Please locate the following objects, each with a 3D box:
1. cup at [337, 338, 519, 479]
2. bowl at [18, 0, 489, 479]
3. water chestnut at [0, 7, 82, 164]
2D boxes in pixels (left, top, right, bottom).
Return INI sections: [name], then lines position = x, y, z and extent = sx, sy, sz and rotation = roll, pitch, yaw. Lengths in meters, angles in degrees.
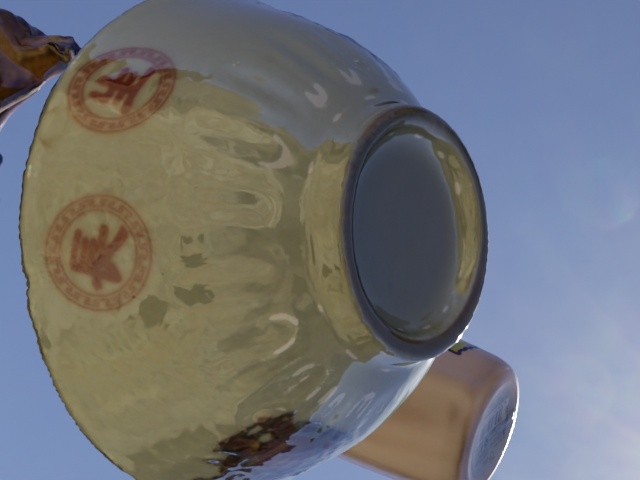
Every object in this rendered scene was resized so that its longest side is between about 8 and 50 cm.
[cup]
position = 0.131, 0.201, 1.277
extent = 0.200, 0.253, 0.191
rotation = 18, -89, 28
[bowl]
position = 0.000, 0.000, 0.645
extent = 0.158, 0.337, 0.337
rotation = -3, -72, 41
[water chestnut]
position = -0.364, -0.110, 0.852
extent = 0.335, 0.347, 0.335
rotation = 166, -90, -88
